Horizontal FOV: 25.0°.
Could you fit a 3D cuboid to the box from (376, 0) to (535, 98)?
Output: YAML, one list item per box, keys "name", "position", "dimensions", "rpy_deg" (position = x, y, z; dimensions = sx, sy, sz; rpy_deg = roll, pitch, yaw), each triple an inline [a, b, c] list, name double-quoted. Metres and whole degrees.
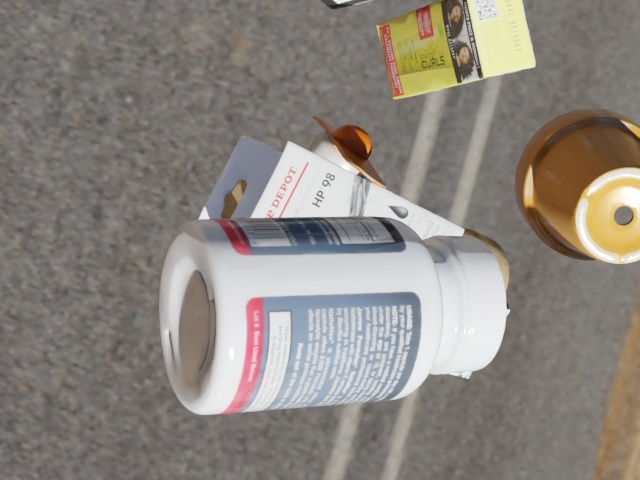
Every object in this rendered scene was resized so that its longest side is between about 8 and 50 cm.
- name: "box"
  position: [0.128, -0.193, 1.410]
  dimensions: [0.058, 0.232, 0.087]
  rpy_deg: [-14, 96, -17]

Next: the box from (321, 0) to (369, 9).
- name: "box"
  position: [0.001, -0.348, 1.464]
  dimensions: [0.180, 0.077, 0.147]
  rpy_deg: [35, 65, -34]

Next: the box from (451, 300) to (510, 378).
- name: "box"
  position: [0.199, 0.132, 2.073]
  dimensions: [0.027, 0.094, 0.137]
  rpy_deg: [-103, -146, -53]

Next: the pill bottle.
- name: "pill bottle"
  position: [0.008, 0.040, 0.818]
  dimensions: [0.180, 0.108, 0.108]
  rpy_deg: [-1, 110, -25]

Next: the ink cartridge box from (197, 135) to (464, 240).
- name: "ink cartridge box"
  position: [0.000, 0.000, 1.051]
  dimensions: [0.104, 0.180, 0.060]
  rpy_deg: [-64, 179, -6]

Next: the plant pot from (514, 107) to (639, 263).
- name: "plant pot"
  position: [0.376, -0.057, 1.909]
  dimensions: [0.188, 0.205, 0.205]
  rpy_deg: [-104, -159, -73]

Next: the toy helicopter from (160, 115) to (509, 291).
- name: "toy helicopter"
  position: [0.029, -0.004, 1.331]
  dimensions: [0.140, 0.355, 0.235]
  rpy_deg: [30, 77, -45]
